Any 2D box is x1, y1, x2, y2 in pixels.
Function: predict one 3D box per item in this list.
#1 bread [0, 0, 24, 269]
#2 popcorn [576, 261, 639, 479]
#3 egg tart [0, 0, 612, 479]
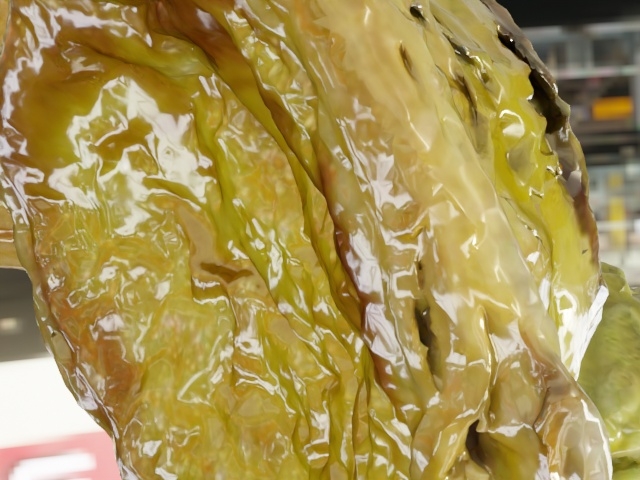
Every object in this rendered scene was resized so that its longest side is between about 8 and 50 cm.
[{"bbox_3d":[-0.213,-0.133,1.512,0.337,0.328,0.148,0,-143,2],"label":"bread"},{"bbox_3d":[0.159,0.133,1.392,0.270,0.224,0.258,26,-134,23],"label":"popcorn"},{"bbox_3d":[-0.002,0.001,0.716,0.129,0.341,0.341,-21,-163,-30],"label":"egg tart"}]
